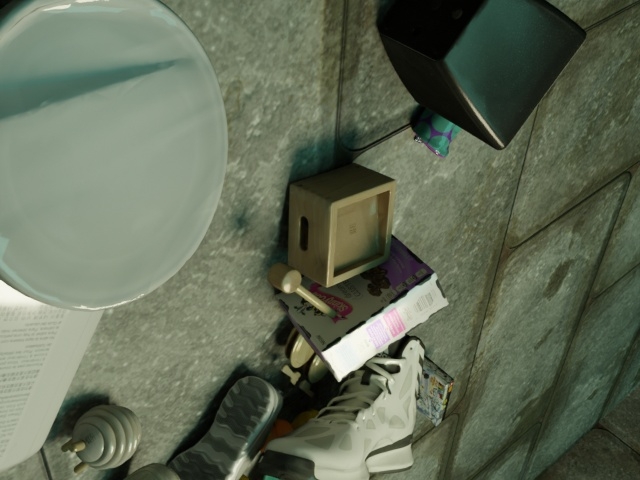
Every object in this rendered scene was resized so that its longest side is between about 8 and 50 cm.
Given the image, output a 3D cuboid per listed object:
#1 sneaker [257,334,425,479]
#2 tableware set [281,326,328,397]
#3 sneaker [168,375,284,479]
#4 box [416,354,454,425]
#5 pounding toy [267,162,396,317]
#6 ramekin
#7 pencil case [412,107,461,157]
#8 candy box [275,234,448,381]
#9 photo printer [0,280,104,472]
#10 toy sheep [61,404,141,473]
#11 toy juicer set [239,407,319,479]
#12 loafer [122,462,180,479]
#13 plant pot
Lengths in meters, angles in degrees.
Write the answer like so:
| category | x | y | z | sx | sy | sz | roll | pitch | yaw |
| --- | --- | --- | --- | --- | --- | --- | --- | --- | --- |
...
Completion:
| category | x | y | z | sx | sy | sz | roll | pitch | yaw |
| --- | --- | --- | --- | --- | --- | --- | --- | --- | --- |
| sneaker | 0.046 | 0.265 | 1.513 | 0.447 | 0.169 | 0.258 | 11 | 87 | -63 |
| tableware set | -0.019 | 0.175 | 1.463 | 0.128 | 0.039 | 0.194 | -57 | 156 | -13 |
| sneaker | -0.144 | 0.341 | 1.410 | 0.281 | 0.105 | 0.115 | -51 | 155 | 6 |
| box | 0.223 | 0.306 | 1.853 | 0.027 | 0.094 | 0.137 | -29 | 143 | -32 |
| pounding toy | -0.005 | 0.010 | 1.236 | 0.206 | 0.094 | 0.181 | -21 | 125 | -39 |
| ramekin | -0.219 | -0.084 | 0.782 | 0.272 | 0.127 | 0.273 | -14 | 109 | -46 |
| pencil case | 0.201 | -0.199 | 1.333 | 0.070 | 0.064 | 0.152 | 30 | 98 | -42 |
| candy box | 0.057 | 0.085 | 1.307 | 0.196 | 0.165 | 0.070 | -35 | 128 | -8 |
| photo printer | -0.363 | 0.124 | 0.898 | 0.256 | 0.107 | 0.308 | 1 | 122 | -52 |
| toy sheep | -0.281 | 0.255 | 1.164 | 0.091 | 0.091 | 0.132 | -61 | 166 | 15 |
| toy juicer set | -0.044 | 0.403 | 1.635 | 0.329 | 0.089 | 0.209 | 28 | 82 | -54 |
| loafer | -0.274 | 0.446 | 1.355 | 0.111 | 0.112 | 0.320 | -15 | 142 | -51 |
| plant pot | 0.189 | -0.262 | 1.161 | 0.167 | 0.188 | 0.187 | 31 | 97 | -45 |
